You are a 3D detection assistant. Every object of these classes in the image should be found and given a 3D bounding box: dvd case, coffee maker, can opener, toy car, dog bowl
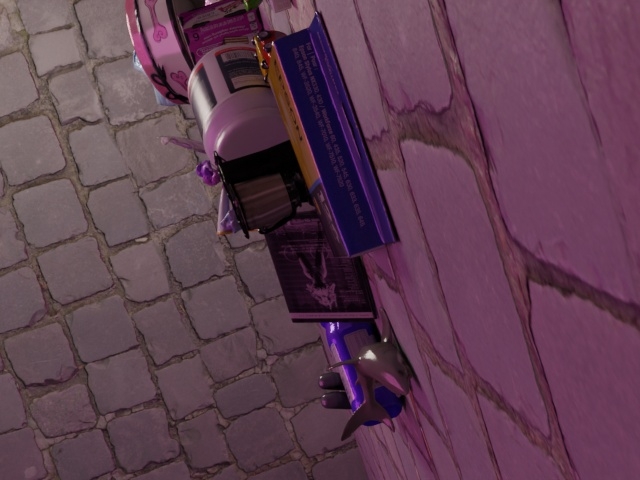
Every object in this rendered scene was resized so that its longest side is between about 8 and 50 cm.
[{"bbox_3d":[-0.003,0.048,1.582,0.018,0.164,0.221,-55,-45,-52],"label":"dvd case"},{"bbox_3d":[-0.070,-0.111,1.493,0.120,0.178,0.171,90,158,-70],"label":"coffee maker"},{"bbox_3d":[0.063,0.308,1.828,0.280,0.093,0.074,25,-129,-65],"label":"can opener"},{"bbox_3d":[-0.095,-0.372,1.514,0.239,0.053,0.225,-138,30,-80],"label":"toy car"},{"bbox_3d":[-0.345,-0.529,2.335,0.408,0.150,0.408,-13,-90,-72],"label":"dog bowl"}]

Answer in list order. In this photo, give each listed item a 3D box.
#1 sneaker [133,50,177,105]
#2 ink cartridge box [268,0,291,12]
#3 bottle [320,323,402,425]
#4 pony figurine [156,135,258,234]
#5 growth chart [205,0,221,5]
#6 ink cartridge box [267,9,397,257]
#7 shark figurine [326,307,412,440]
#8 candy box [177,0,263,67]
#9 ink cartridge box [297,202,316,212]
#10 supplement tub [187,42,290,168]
[{"bbox_3d":[-0.460,-0.527,2.470,0.135,0.150,0.366,-63,-45,-64],"label":"sneaker"},{"bbox_3d":[-0.072,-0.391,1.304,0.063,0.029,0.115,-113,6,-48],"label":"ink cartridge box"},{"bbox_3d":[0.065,0.200,1.708,0.118,0.092,0.283,66,-178,-62],"label":"bottle"},{"bbox_3d":[-0.217,-0.201,2.391,0.351,0.302,0.364,-9,-86,-69],"label":"pony figurine"},{"bbox_3d":[-0.203,-0.521,1.950,0.172,0.021,0.237,33,147,30],"label":"growth chart"},{"bbox_3d":[0.006,-0.124,1.252,0.307,0.072,0.304,145,106,-87],"label":"ink cartridge box"},{"bbox_3d":[0.065,0.223,1.508,0.278,0.116,0.166,106,150,-61],"label":"shark figurine"},{"bbox_3d":[-0.186,-0.380,1.906,0.233,0.159,0.071,74,176,-46],"label":"candy box"},{"bbox_3d":[0.000,0.000,1.708,0.203,0.085,0.148,-113,6,-48],"label":"ink cartridge box"},{"bbox_3d":[-0.137,-0.232,1.717,0.272,0.191,0.191,-113,6,-48],"label":"supplement tub"}]
